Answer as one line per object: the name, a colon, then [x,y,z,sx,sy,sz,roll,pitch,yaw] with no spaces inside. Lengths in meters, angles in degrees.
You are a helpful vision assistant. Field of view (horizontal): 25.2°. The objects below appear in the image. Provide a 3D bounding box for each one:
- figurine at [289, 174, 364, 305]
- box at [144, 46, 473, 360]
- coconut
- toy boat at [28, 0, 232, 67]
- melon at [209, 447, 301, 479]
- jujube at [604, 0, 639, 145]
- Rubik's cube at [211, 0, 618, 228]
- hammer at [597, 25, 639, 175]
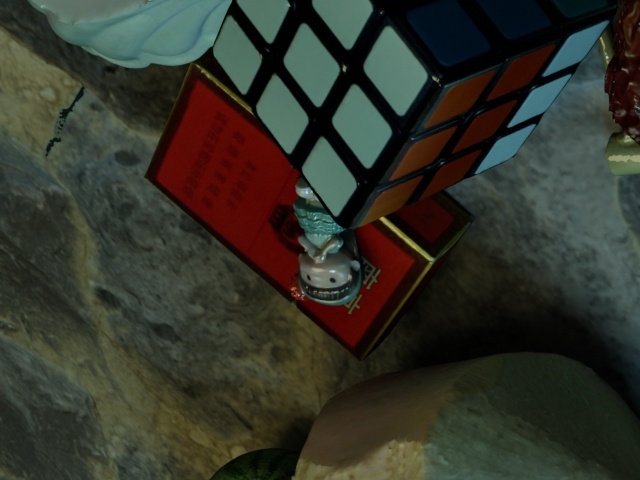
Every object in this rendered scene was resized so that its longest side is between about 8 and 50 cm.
figurine: [0.000,0.000,1.052,0.060,0.047,0.106,4,121,19]
box: [-0.015,-0.034,1.124,0.240,0.074,0.153,40,135,7]
coconut: [0.128,0.230,1.059,0.309,0.297,0.297,-20,109,52]
toy boat: [-0.138,-0.217,1.026,0.290,0.100,0.199,5,108,34]
melon: [-0.032,0.323,1.361,0.182,0.182,0.287,17,131,31]
jujube: [0.213,-0.115,0.828,0.104,0.104,0.166,35,141,14]
Rubik's cube: [0.054,-0.130,0.881,0.162,0.161,0.163,53,144,18]
hammer: [0.187,-0.129,0.898,0.060,0.028,0.195,-5,118,38]
